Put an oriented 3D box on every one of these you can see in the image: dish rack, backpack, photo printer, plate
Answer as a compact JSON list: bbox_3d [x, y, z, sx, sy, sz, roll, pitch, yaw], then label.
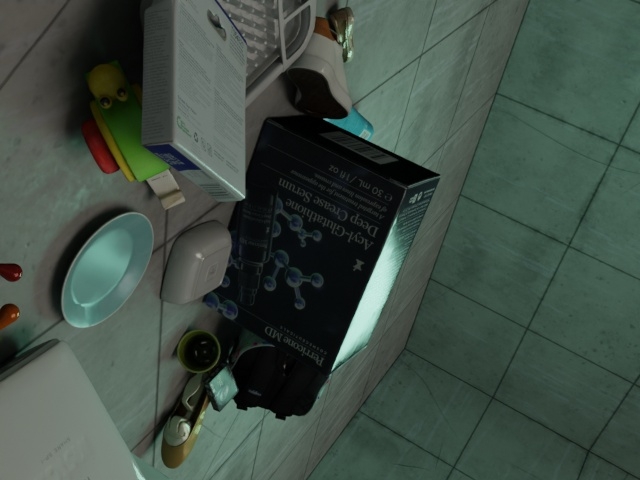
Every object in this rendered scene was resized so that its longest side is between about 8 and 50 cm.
[{"bbox_3d":[-0.122,-0.306,1.038,0.333,0.072,0.285,-52,160,-30],"label":"dish rack"},{"bbox_3d":[-0.083,0.253,1.663,0.253,0.225,0.191,118,-13,-52],"label":"backpack"},{"bbox_3d":[-0.344,0.308,0.942,0.107,0.307,0.256,-23,-172,24],"label":"photo printer"},{"bbox_3d":[-0.310,0.039,1.099,0.188,0.024,0.188,-52,160,-27],"label":"plate"}]

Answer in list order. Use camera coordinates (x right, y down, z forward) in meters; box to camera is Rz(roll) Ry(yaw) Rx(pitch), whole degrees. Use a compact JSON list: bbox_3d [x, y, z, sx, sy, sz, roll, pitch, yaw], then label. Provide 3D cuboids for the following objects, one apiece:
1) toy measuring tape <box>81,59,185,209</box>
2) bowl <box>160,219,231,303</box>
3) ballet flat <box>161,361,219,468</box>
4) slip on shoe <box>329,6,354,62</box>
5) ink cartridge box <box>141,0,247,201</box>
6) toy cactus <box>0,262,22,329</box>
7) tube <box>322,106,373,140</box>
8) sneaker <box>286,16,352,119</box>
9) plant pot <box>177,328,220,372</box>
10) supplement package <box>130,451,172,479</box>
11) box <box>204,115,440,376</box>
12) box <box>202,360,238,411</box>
[{"bbox_3d":[-0.219,-0.100,0.978,0.121,0.121,0.330,-55,160,-20],"label":"toy measuring tape"},{"bbox_3d":[-0.210,0.044,1.338,0.142,0.053,0.142,-29,142,-58],"label":"bowl"},{"bbox_3d":[-0.279,0.354,1.579,0.232,0.080,0.073,-67,155,-16],"label":"ballet flat"},{"bbox_3d":[0.038,-0.380,1.426,0.041,0.051,0.135,-17,160,-7],"label":"slip on shoe"},{"bbox_3d":[-0.144,-0.182,0.914,0.223,0.045,0.224,44,45,-70],"label":"ink cartridge box"},{"bbox_3d":[-0.421,0.087,0.784,0.219,0.112,0.180,-55,142,-13],"label":"toy cactus"},{"bbox_3d":[0.058,-0.258,1.650,0.207,0.052,0.080,17,96,-67],"label":"tube"},{"bbox_3d":[0.009,-0.302,1.355,0.290,0.106,0.123,68,32,-79],"label":"sneaker"},{"bbox_3d":[-0.233,0.219,1.503,0.083,0.083,0.079,-59,174,-9],"label":"plant pot"},{"bbox_3d":[-0.399,0.434,1.179,0.177,0.175,0.293,-65,162,6],"label":"supplement package"},{"bbox_3d":[0.000,0.000,1.459,0.212,0.294,0.395,-23,137,-62],"label":"box"},{"bbox_3d":[-0.206,0.303,1.584,0.067,0.018,0.083,-44,133,-40],"label":"box"}]
